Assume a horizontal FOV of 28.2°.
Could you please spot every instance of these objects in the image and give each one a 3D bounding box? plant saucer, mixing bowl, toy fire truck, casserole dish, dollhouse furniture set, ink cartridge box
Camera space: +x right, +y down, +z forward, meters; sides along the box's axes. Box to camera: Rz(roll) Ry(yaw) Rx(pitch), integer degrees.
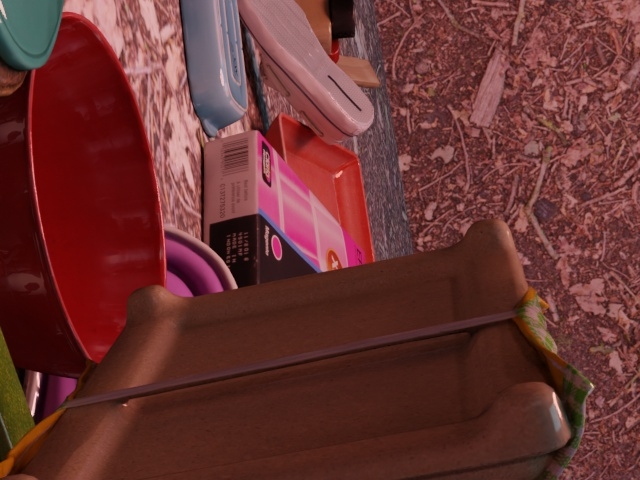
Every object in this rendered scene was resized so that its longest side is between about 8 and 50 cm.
[{"bbox_3d":[0.000,0.000,1.530,0.258,0.048,0.259,20,59,-66],"label":"plant saucer"},{"bbox_3d":[-0.149,-0.012,0.619,0.181,0.098,0.181,-9,90,-81],"label":"mixing bowl"},{"bbox_3d":[-0.001,-0.303,1.677,0.246,0.159,0.217,90,-4,-67],"label":"toy fire truck"},{"bbox_3d":[-0.103,-0.195,1.249,0.114,0.037,0.188,34,50,-77],"label":"casserole dish"},{"bbox_3d":[-0.059,0.110,0.419,0.197,0.302,0.151,-72,150,-75],"label":"dollhouse furniture set"},{"bbox_3d":[-0.013,0.053,1.307,0.371,0.069,0.175,50,32,-57],"label":"ink cartridge box"}]

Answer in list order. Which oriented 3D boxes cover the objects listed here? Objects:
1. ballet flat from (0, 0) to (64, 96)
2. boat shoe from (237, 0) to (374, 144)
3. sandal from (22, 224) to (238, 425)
[{"bbox_3d":[-0.170,-0.192,0.565,0.116,0.124,0.342,76,11,-55],"label":"ballet flat"},{"bbox_3d":[-0.037,-0.200,1.468,0.226,0.076,0.083,52,41,-7],"label":"boat shoe"},{"bbox_3d":[-0.087,0.152,0.639,0.102,0.169,0.416,110,-29,-52],"label":"sandal"}]
